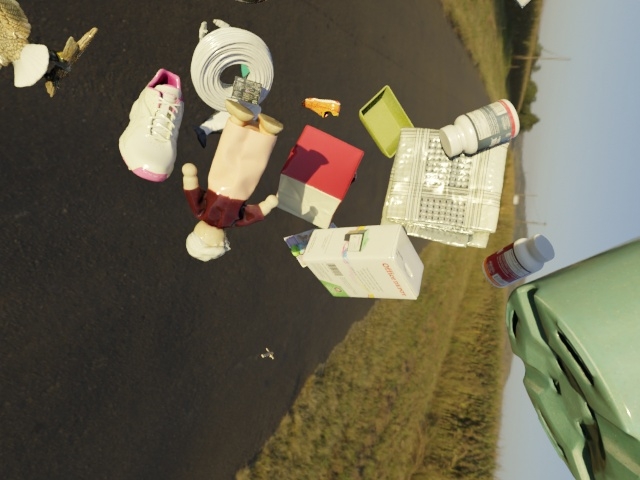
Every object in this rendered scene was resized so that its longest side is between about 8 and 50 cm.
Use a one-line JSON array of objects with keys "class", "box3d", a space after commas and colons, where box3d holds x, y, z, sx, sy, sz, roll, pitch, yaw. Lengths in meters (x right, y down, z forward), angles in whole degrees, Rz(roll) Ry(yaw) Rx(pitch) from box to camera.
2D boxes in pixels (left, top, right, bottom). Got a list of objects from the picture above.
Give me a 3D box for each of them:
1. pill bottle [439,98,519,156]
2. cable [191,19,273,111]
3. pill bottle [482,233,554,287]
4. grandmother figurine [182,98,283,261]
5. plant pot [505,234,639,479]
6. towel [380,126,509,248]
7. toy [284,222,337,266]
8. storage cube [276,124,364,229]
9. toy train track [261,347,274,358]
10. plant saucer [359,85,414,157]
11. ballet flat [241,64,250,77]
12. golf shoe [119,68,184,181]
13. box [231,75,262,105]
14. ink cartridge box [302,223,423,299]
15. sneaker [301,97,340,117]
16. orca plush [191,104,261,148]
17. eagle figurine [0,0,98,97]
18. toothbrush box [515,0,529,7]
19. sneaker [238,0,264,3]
[{"class": "pill bottle", "box3d": [0.417, -0.292, 1.159, 0.108, 0.180, 0.107, -21, 90, -87]}, {"class": "cable", "box3d": [-0.266, -0.518, 1.344, 0.257, 0.089, 0.257, 1, 138, -35]}, {"class": "pill bottle", "box3d": [0.470, 0.048, 1.039, 0.152, 0.086, 0.086, -44, -164, 49]}, {"class": "grandmother figurine", "box3d": [-0.188, -0.100, 0.909, 0.342, 0.208, 0.104, -61, -161, 21]}, {"class": "plant pot", "box3d": [0.410, 0.117, 0.451, 0.341, 0.334, 0.341, -19, 90, -87]}, {"class": "towel", "box3d": [0.348, -0.152, 1.234, 0.056, 0.312, 0.324, 19, 82, -80]}, {"class": "toy", "box3d": [0.000, 0.000, 1.613, 0.237, 0.137, 0.056, -21, 153, -32]}, {"class": "storage cube", "box3d": [-0.011, -0.182, 1.291, 0.183, 0.215, 0.193, 117, -3, -61]}, {"class": "toy train track", "box3d": [-0.199, 0.426, 1.621, 0.014, 0.048, 0.083, -41, 162, 11]}, {"class": "plant saucer", "box3d": [0.217, -0.397, 1.477, 0.188, 0.045, 0.188, 53, 57, -18]}, {"class": "ballet flat", "box3d": [-0.302, -0.710, 1.904, 0.070, 0.070, 0.188, 3, 80, -69]}, {"class": "golf shoe", "box3d": [-0.354, -0.256, 0.938, 0.115, 0.140, 0.306, 15, 41, -33]}, {"class": "box", "box3d": [-0.225, -0.456, 1.328, 0.018, 0.083, 0.067, -112, -144, -69]}, {"class": "ink cartridge box", "box3d": [0.124, 0.064, 1.230, 0.201, 0.278, 0.117, 52, 47, -40]}, {"class": "sneaker", "box3d": [-0.005, -0.512, 1.683, 0.064, 0.175, 0.067, -8, 112, -53]}, {"class": "orca plush", "box3d": [-0.341, -0.415, 1.611, 0.287, 0.151, 0.102, -53, 179, -35]}, {"class": "eagle figurine", "box3d": [-0.682, -0.443, 0.917, 0.298, 0.225, 0.226, 34, 56, -35]}, {"class": "toothbrush box", "box3d": [0.597, -0.939, 1.430, 0.216, 0.126, 0.295, 21, 40, -37]}, {"class": "sneaker", "box3d": [-0.121, -0.631, 1.053, 0.083, 0.215, 0.084, -78, 150, -48]}]
